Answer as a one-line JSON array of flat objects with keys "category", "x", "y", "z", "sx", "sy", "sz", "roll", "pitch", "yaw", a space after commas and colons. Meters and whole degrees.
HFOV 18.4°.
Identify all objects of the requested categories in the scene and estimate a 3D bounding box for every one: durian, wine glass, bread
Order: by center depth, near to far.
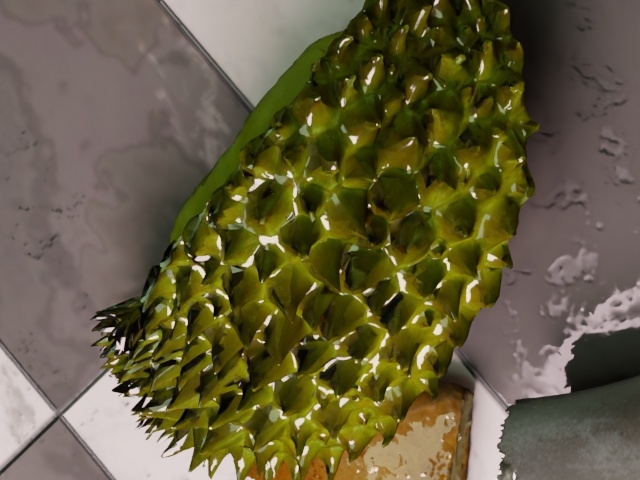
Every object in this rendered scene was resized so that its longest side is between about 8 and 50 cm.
[{"category": "wine glass", "x": 0.203, "y": 0.109, "z": 0.974, "sx": 0.222, "sy": 0.103, "sz": 0.103, "roll": -8, "pitch": 103, "yaw": 30}, {"category": "durian", "x": 0.000, "y": 0.000, "z": 1.032, "sx": 0.158, "sy": 0.169, "sz": 0.352, "roll": 27, "pitch": 123, "yaw": -14}, {"category": "bread", "x": 0.040, "y": 0.128, "z": 1.096, "sx": 0.154, "sy": 0.054, "sz": 0.136, "roll": 42, "pitch": 119, "yaw": 6}]
